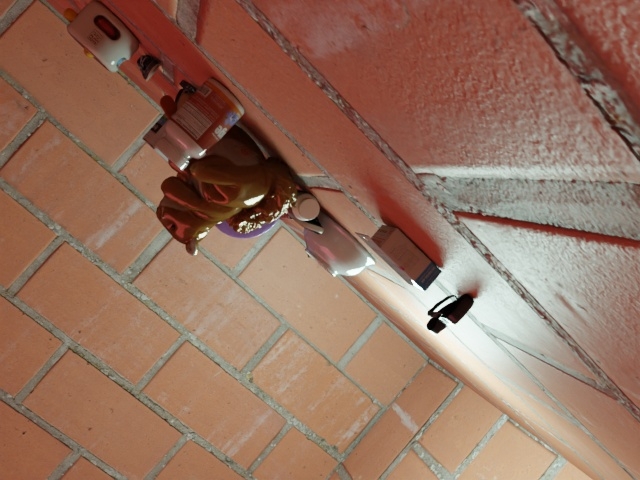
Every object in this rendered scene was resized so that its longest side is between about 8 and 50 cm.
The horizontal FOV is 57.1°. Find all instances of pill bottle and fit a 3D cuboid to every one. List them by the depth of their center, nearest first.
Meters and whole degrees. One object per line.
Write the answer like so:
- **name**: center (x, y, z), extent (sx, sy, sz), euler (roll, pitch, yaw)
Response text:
- **pill bottle**: center (-0.299, -0.280, 1.436), extent (0.121, 0.216, 0.121), euler (42, 176, 4)
- **pill bottle**: center (-0.058, -0.109, 1.834), extent (0.086, 0.086, 0.152), euler (44, 176, -23)

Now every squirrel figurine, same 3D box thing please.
- **squirrel figurine**: center (-0.280, -0.112, 1.720), extent (0.396, 0.370, 0.281), euler (18, -141, -30)

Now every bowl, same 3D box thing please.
- **bowl**: center (0.041, 0.031, 2.038), extent (0.298, 0.134, 0.298), euler (41, 175, 4)

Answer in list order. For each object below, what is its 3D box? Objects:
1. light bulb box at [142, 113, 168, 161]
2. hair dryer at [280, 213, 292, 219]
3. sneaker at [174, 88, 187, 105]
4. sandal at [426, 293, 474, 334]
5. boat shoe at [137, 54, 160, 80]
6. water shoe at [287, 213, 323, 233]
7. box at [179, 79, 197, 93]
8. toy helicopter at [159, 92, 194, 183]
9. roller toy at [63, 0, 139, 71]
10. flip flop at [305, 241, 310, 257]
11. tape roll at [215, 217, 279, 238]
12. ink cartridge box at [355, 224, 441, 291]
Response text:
- **light bulb box**: center (-0.482, -0.347, 2.340), extent (0.361, 0.225, 0.358), euler (43, 176, -27)
- **hair dryer**: center (-0.213, -0.174, 2.608), extent (0.293, 0.080, 0.224), euler (40, 174, 25)
- **sneaker**: center (-0.399, -0.428, 1.962), extent (0.097, 0.084, 0.235), euler (15, 168, 18)
- **sandal**: center (0.295, 0.160, 1.374), extent (0.054, 0.097, 0.254), euler (40, 165, 8)
- **boat shoe**: center (-0.574, -0.574, 1.931), extent (0.065, 0.075, 0.206), euler (41, -179, -25)
- **water shoe**: center (-0.045, -0.087, 1.938), extent (0.072, 0.080, 0.203), euler (26, -173, -38)
- **box**: center (-0.396, -0.460, 1.826), extent (0.083, 0.018, 0.067), euler (38, 174, 42)
- **toy helicopter**: center (-0.425, -0.300, 1.852), extent (0.235, 0.140, 0.355), euler (48, 138, 32)
- **roller toy**: center (-0.685, -0.634, 1.841), extent (0.191, 0.146, 0.209), euler (39, 174, 28)
- **flip flop**: center (0.000, 0.000, 2.253), extent (0.277, 0.080, 0.112), euler (-16, -80, -73)
- **tape roll**: center (-0.258, -0.149, 1.962), extent (0.275, 0.275, 0.090), euler (45, 174, -30)
- **ink cartridge box**: center (0.170, 0.024, 1.295), extent (0.181, 0.062, 0.104), euler (43, 175, -13)
